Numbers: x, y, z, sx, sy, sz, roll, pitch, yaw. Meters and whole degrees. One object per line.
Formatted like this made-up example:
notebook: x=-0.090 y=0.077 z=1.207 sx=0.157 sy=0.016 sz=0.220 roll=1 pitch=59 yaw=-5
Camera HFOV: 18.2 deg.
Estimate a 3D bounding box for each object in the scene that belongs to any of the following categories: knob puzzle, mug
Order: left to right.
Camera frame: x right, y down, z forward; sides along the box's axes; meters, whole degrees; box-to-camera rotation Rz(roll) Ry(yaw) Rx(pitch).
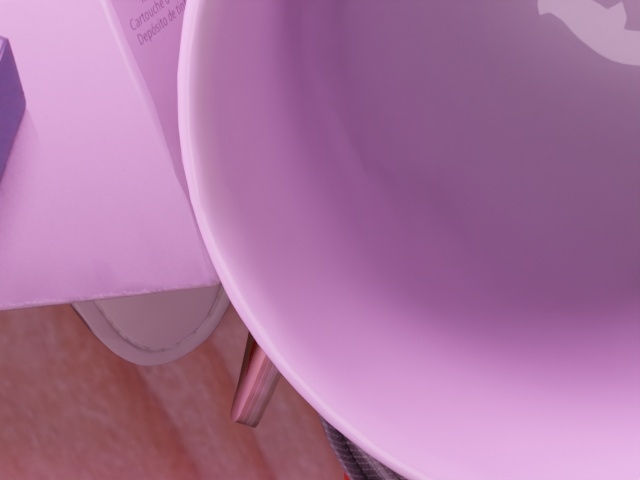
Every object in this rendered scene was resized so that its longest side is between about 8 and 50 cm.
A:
knob puzzle: x=0.000 y=0.000 z=0.860 sx=0.030 sy=0.213 sz=0.213 roll=17 pitch=116 yaw=-4
mug: x=0.143 y=-0.130 z=0.692 sx=0.276 sy=0.328 sz=0.374 roll=27 pitch=116 yaw=2

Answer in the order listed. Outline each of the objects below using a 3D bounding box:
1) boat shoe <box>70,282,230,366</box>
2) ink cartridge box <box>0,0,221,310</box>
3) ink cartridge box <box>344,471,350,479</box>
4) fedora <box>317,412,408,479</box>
boat shoe: x=-0.122 y=-0.092 z=0.923 sx=0.099 sy=0.116 sz=0.319 roll=21 pitch=135 yaw=54
ink cartridge box: x=-0.193 y=-0.093 z=0.832 sx=0.296 sy=0.066 sz=0.261 roll=-8 pitch=114 yaw=30
ink cartridge box: x=0.065 y=0.117 z=0.981 sx=0.115 sy=0.029 sz=0.063 roll=2 pitch=112 yaw=12
fedora: x=0.112 y=0.069 z=0.875 sx=0.275 sy=0.124 sz=0.243 roll=38 pitch=107 yaw=3
